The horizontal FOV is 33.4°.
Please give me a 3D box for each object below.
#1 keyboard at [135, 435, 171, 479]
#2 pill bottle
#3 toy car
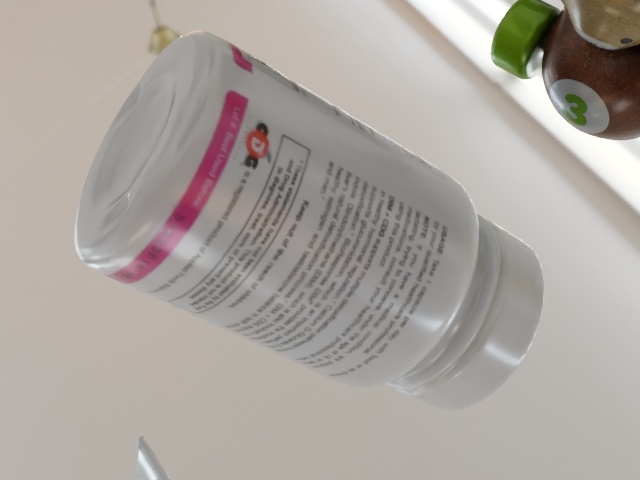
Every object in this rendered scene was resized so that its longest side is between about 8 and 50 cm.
[{"bbox_3d":[-0.088,0.190,0.648,0.014,0.072,0.256,7,-175,-21],"label":"keyboard"},{"bbox_3d":[0.000,0.000,0.698,0.160,0.283,0.160,-43,-148,35],"label":"pill bottle"},{"bbox_3d":[0.168,-0.133,0.605,0.155,0.149,0.188,34,-164,24],"label":"toy car"}]
